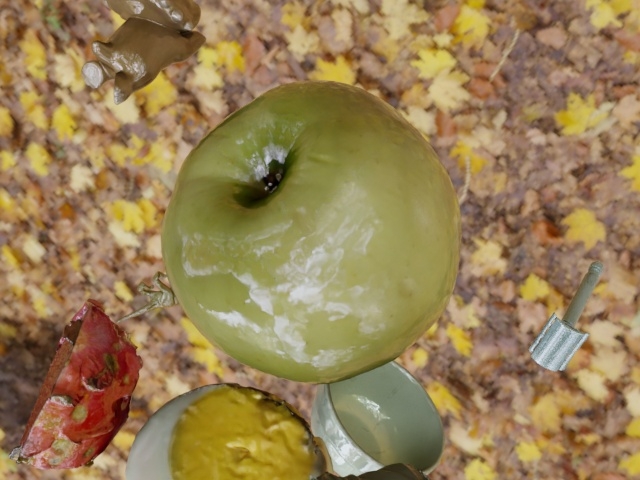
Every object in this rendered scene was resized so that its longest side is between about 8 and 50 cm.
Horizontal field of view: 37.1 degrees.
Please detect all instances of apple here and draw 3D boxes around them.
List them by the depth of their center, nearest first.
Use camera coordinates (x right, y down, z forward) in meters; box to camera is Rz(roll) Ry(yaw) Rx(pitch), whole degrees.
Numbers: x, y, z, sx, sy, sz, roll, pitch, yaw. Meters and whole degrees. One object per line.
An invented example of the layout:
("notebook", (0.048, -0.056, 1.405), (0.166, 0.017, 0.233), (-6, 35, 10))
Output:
("apple", (0.000, 0.000, 1.457), (0.473, 0.473, 0.474), (25, 140, 22))

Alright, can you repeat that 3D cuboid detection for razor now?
("razor", (0.436, 0.110, 1.610), (0.068, 0.232, 0.106), (32, 138, 11))

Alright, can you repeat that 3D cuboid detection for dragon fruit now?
("dragon fruit", (-0.293, 0.180, 1.240), (0.126, 0.274, 0.161), (24, 116, -12))

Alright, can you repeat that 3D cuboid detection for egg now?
("egg", (-0.136, 0.408, 1.570), (0.337, 0.337, 0.201), (25, 162, 22))

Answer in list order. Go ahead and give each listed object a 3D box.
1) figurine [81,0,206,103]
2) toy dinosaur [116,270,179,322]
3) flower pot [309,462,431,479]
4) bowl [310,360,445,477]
("figurine", (-0.315, -0.383, 1.662), (0.177, 0.247, 0.173), (34, 151, 44))
("toy dinosaur", (-0.293, 0.118, 1.820), (0.126, 0.039, 0.162), (28, 110, -31))
("flower pot", (0.094, 0.387, 1.269), (0.235, 0.140, 0.235), (55, 163, 25))
("bowl", (0.103, 0.399, 2.024), (0.307, 0.307, 0.163), (40, 123, 3))
